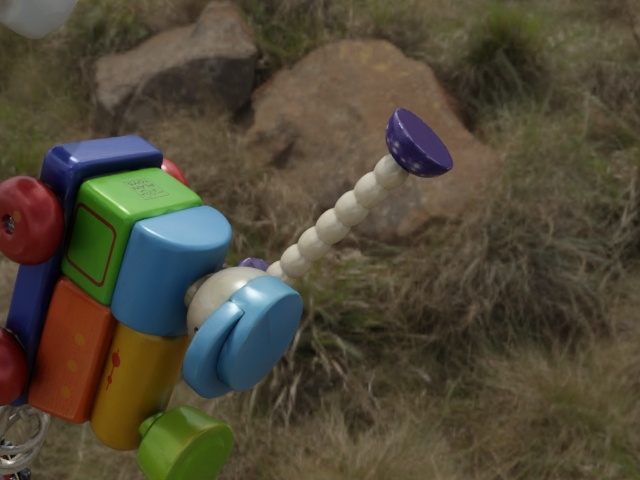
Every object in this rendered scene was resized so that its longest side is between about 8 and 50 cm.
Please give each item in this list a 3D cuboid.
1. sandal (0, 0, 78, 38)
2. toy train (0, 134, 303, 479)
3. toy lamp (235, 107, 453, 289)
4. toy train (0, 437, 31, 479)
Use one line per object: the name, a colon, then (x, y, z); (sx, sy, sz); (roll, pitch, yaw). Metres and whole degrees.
sandal: (-0.218, -0.224, 0.298); (0.169, 0.416, 0.102); (35, 85, 29)
toy train: (-0.105, 0.085, 0.468); (0.143, 0.248, 0.105); (35, 28, 25)
toy lamp: (0.000, 0.000, 0.826); (0.080, 0.274, 0.080); (35, 28, -21)
toy train: (-0.251, 0.179, 0.708); (0.027, 0.158, 0.036); (0, 23, 26)
